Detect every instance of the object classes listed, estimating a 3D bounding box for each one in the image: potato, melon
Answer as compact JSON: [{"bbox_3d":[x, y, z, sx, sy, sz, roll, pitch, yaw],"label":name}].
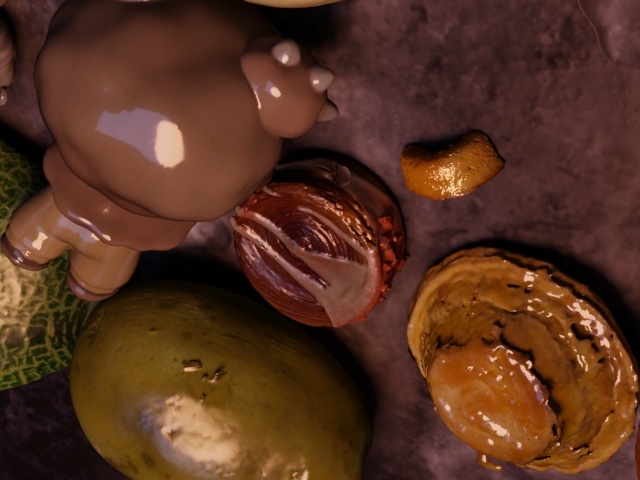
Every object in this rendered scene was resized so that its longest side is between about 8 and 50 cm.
[{"bbox_3d":[-0.097,0.158,1.413,0.304,0.216,0.216,27,134,-5],"label":"potato"},{"bbox_3d":[-0.382,0.009,1.492,0.344,0.226,0.331,10,86,25],"label":"melon"}]

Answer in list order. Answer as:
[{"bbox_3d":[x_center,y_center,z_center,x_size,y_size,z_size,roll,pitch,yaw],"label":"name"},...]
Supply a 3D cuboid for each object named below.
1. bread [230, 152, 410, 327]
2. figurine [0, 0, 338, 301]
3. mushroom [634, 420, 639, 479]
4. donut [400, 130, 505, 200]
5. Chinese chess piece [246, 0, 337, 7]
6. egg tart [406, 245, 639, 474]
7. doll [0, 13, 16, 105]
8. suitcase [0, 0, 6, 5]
[{"bbox_3d":[0.000,0.000,1.327,0.161,0.073,0.160,14,126,19],"label":"bread"},{"bbox_3d":[-0.160,-0.087,1.259,0.248,0.203,0.380,41,133,1],"label":"figurine"},{"bbox_3d":[0.383,0.194,1.203,0.278,0.146,0.278,19,119,38],"label":"mushroom"},{"bbox_3d":[0.106,-0.067,1.244,0.083,0.067,0.038,28,152,55],"label":"donut"},{"bbox_3d":[-0.023,-0.296,1.070,0.250,0.101,0.250,12,122,20],"label":"Chinese chess piece"},{"bbox_3d":[0.170,0.121,1.299,0.241,0.106,0.241,21,131,26],"label":"egg tart"},{"bbox_3d":[-0.339,-0.208,1.364,0.180,0.079,0.094,58,147,-3],"label":"doll"},{"bbox_3d":[-0.332,-0.381,1.143,0.339,0.194,0.351,39,133,6],"label":"suitcase"}]
